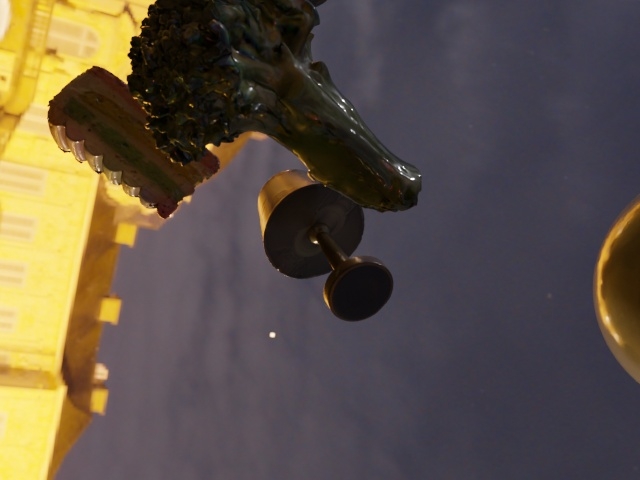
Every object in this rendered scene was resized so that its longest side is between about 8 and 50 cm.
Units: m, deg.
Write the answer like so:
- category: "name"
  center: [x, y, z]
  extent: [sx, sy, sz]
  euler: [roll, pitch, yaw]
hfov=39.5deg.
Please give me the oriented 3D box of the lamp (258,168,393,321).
- category: "lamp"
  center: [0.000, 0.000, 0.976]
  extent: [0.121, 0.121, 0.215]
  euler: [-67, -150, 22]

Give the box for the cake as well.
- category: "cake"
  center: [-0.247, -0.131, 1.140]
  extent: [0.109, 0.225, 0.090]
  euler: [-50, 162, -21]

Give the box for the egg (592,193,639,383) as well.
- category: "egg"
  center: [0.315, 0.036, 0.647]
  extent: [0.188, 0.253, 0.189]
  euler: [-11, -103, 56]

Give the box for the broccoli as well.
- category: "broccoli"
  center: [-0.030, -0.141, 0.786]
  extent: [0.177, 0.274, 0.199]
  euler: [-35, -136, 51]
